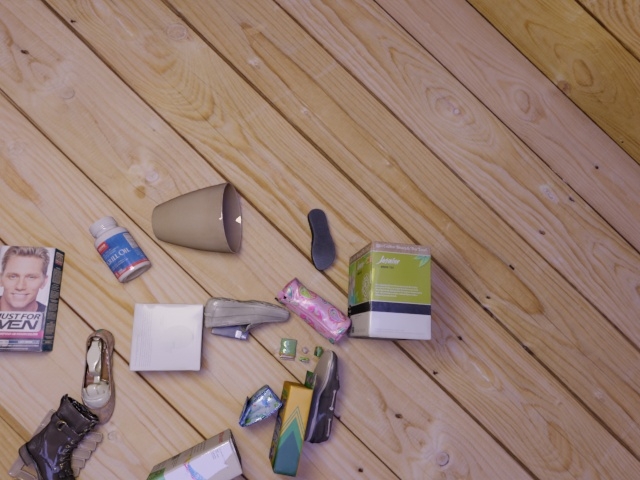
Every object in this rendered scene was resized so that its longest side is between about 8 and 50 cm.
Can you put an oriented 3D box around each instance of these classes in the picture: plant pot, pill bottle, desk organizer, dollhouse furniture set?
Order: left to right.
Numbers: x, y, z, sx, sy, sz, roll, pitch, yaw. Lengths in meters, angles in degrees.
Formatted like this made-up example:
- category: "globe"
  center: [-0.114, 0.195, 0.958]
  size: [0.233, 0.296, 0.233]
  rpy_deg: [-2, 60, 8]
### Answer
- category: "pill bottle"
  center: [-0.714, 0.029, 1.631]
  size: [0.124, 0.124, 0.221]
  rpy_deg: [-37, 86, -16]
- category: "plant pot"
  center: [-0.449, -0.073, 1.662]
  size: [0.275, 0.256, 0.256]
  rpy_deg: [-3, 78, 5]
- category: "desk organizer"
  center: [-0.327, 0.329, 1.678]
  size: [0.130, 0.050, 0.047]
  rpy_deg: [13, 76, -8]
- category: "dollhouse furniture set"
  center: [-0.075, 0.406, 1.705]
  size: [0.152, 0.058, 0.076]
  rpy_deg: [10, 76, -9]

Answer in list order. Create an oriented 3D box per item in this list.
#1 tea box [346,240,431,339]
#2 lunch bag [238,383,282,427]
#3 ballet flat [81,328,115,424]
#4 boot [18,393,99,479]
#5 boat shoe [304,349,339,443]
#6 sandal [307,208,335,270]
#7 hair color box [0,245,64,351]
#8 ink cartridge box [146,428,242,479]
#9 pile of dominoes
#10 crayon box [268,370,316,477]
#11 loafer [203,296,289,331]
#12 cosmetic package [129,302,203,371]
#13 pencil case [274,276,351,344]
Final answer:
- category: "tea box"
  center: [0.238, 0.195, 1.670]
  size: [0.220, 0.329, 0.323]
  rpy_deg: [6, 76, -9]
- category: "lunch bag"
  center: [-0.220, 0.580, 1.604]
  size: [0.151, 0.129, 0.096]
  rpy_deg: [-40, 86, -14]
- category: "ballet flat"
  center: [-0.751, 0.456, 1.542]
  size: [0.108, 0.106, 0.315]
  rpy_deg: [-5, 79, -12]
- category: "boot"
  center: [-0.795, 0.652, 1.464]
  size: [0.263, 0.091, 0.229]
  rpy_deg: [45, 82, 1]
- category: "boat shoe"
  center: [0.017, 0.560, 1.662]
  size: [0.096, 0.112, 0.334]
  rpy_deg: [17, 87, -24]
- category: "sandal"
  center: [0.001, 0.000, 1.817]
  size: [0.097, 0.054, 0.254]
  rpy_deg: [2, 68, -18]
- category: "hair color box"
  center: [-0.988, 0.197, 1.554]
  size: [0.174, 0.105, 0.346]
  rpy_deg: [2, 77, -11]
- category: "ink cartridge box"
  center: [-0.401, 0.743, 1.497]
  size: [0.279, 0.201, 0.117]
  rpy_deg: [-23, 84, -15]
- category: "pile of dominoes"
  center: [-0.860, 0.693, 1.519]
  size: [0.196, 0.040, 0.251]
  rpy_deg: [32, 82, -3]
- category: "crayon box"
  center: [-0.099, 0.606, 1.584]
  size: [0.083, 0.203, 0.322]
  rpy_deg: [14, 75, -7]
- category: "loafer"
  center: [-0.261, 0.270, 1.648]
  size: [0.320, 0.112, 0.111]
  rpy_deg: [10, 91, -30]
- category: "cosmetic package"
  center: [-0.522, 0.333, 1.595]
  size: [0.225, 0.138, 0.223]
  rpy_deg: [3, 77, -12]
- category: "pencil case"
  center: [-0.027, 0.259, 1.706]
  size: [0.284, 0.124, 0.124]
  rpy_deg: [37, 74, 2]
